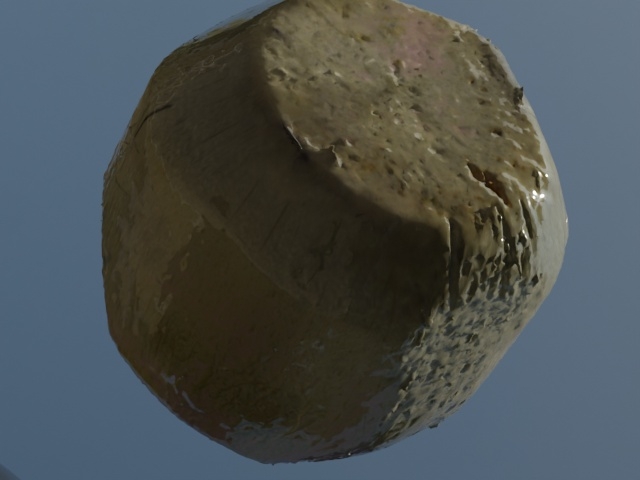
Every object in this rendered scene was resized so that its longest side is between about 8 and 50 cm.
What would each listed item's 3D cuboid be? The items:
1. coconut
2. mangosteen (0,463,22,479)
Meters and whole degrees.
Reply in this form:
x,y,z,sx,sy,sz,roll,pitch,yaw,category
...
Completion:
x,y,z,sx,sy,sz,roll,pitch,yaw,category
0.002,0.002,0.928,0.230,0.227,0.227,120,-32,-46,coconut
-0.226,0.219,0.819,0.311,0.311,0.311,-17,-125,25,mangosteen
